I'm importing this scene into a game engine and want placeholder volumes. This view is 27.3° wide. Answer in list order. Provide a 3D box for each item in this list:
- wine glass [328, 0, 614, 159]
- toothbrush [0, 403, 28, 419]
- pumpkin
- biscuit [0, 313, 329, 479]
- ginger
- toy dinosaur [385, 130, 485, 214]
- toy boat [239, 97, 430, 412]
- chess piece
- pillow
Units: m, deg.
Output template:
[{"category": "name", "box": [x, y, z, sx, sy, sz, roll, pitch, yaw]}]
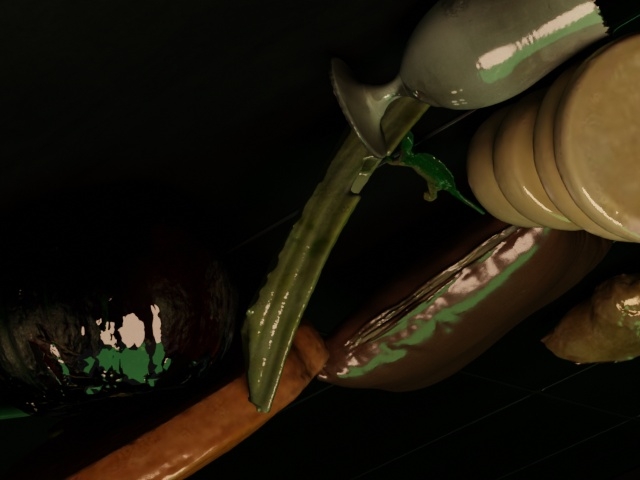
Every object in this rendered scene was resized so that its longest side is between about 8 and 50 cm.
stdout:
[{"category": "wine glass", "box": [0.114, -0.143, 0.993, 0.202, 0.093, 0.093, -26, 156, 19]}, {"category": "toothbrush", "box": [-0.329, 0.189, 1.481, 0.257, 0.018, 0.024, -1, 157, -38]}, {"category": "pumpkin", "box": [-0.186, 0.061, 1.123, 0.233, 0.163, 0.233, -11, 166, -3]}, {"category": "biscuit", "box": [-0.147, 0.170, 1.265, 0.349, 0.078, 0.455, -31, -176, 11]}, {"category": "ginger", "box": [0.375, 0.098, 1.749, 0.193, 0.115, 0.123, -19, 137, 19]}, {"category": "toy dinosaur", "box": [0.105, -0.058, 1.187, 0.029, 0.119, 0.060, -50, -170, -15]}, {"category": "toy boat", "box": [0.000, 0.000, 1.079, 0.055, 0.293, 0.093, 28, 171, -4]}, {"category": "chess piece", "box": [0.214, -0.068, 1.091, 0.167, 0.167, 0.299, -12, 180, -16]}, {"category": "pillow", "box": [0.162, 0.059, 1.416, 0.308, 0.108, 0.305, -37, 162, 14]}]
